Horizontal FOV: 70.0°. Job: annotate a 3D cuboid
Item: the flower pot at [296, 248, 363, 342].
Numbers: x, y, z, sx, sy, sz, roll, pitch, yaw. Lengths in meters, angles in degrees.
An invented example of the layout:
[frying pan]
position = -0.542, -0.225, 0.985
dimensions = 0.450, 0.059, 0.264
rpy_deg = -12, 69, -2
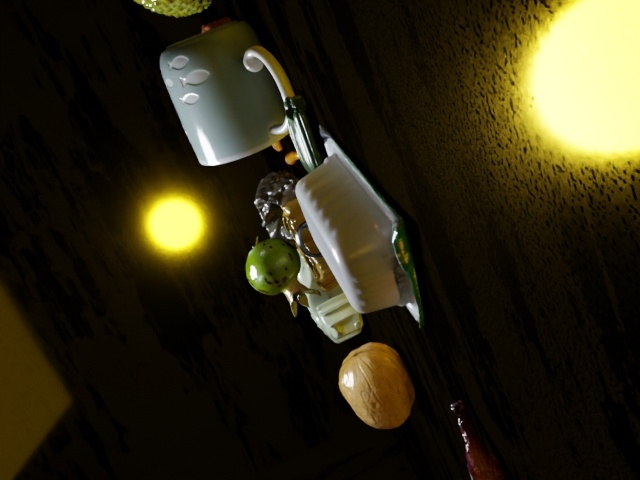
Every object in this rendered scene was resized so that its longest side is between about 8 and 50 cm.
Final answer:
[flower pot]
position = 0.018, 0.177, 1.662
dimensions = 0.368, 0.164, 0.254
rpy_deg = 66, 169, -12

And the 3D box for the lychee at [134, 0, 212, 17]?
[lychee]
position = -0.371, -0.675, 1.074
dimensions = 0.270, 0.269, 0.320
rpy_deg = 65, -154, -7

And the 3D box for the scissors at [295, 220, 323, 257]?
[scissors]
position = 0.046, 0.031, 1.015
dimensions = 0.022, 0.109, 0.300
rpy_deg = 14, 158, 42

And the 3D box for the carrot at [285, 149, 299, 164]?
[carrot]
position = -0.077, -0.246, 1.335
dimensions = 0.037, 0.037, 0.190
rpy_deg = 66, 173, -9

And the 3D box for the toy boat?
[toy boat]
position = -0.028, -0.204, 0.964
dimensions = 0.104, 0.052, 0.210
rpy_deg = 54, 169, 53

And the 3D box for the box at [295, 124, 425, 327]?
[box]
position = 0.050, -0.008, 0.799
dimensions = 0.337, 0.105, 0.264
rpy_deg = 58, 171, 47

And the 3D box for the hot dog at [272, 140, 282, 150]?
[hot dog]
position = -0.168, -0.376, 1.659
dimensions = 0.049, 0.037, 0.122
rpy_deg = 43, 166, 45

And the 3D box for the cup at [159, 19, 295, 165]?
[cup]
position = -0.197, -0.357, 1.076
dimensions = 0.356, 0.259, 0.275
rpy_deg = 9, 130, 45

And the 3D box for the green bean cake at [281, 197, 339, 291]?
[green bean cake]
position = 0.000, 0.000, 1.201
dimensions = 0.230, 0.131, 0.224
rpy_deg = 60, 176, 18

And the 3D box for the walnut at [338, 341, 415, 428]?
[walnut]
position = 0.150, 0.382, 1.198
dimensions = 0.222, 0.195, 0.195
rpy_deg = 65, 175, -17

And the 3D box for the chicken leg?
[chicken leg]
position = 0.263, 0.362, 0.740
dimensions = 0.093, 0.053, 0.205
rpy_deg = -85, -23, -71

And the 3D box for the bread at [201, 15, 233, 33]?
[bread]
position = -0.264, -0.532, 1.437
dimensions = 0.328, 0.114, 0.295
rpy_deg = 59, 174, 42

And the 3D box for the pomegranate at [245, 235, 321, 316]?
[pomegranate]
position = -0.093, 0.083, 1.172
dimensions = 0.220, 0.156, 0.156
rpy_deg = 30, 175, -2

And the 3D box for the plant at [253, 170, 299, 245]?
[plant]
position = -0.123, -0.111, 1.544
dimensions = 0.276, 0.198, 0.189
rpy_deg = -111, -4, -52
